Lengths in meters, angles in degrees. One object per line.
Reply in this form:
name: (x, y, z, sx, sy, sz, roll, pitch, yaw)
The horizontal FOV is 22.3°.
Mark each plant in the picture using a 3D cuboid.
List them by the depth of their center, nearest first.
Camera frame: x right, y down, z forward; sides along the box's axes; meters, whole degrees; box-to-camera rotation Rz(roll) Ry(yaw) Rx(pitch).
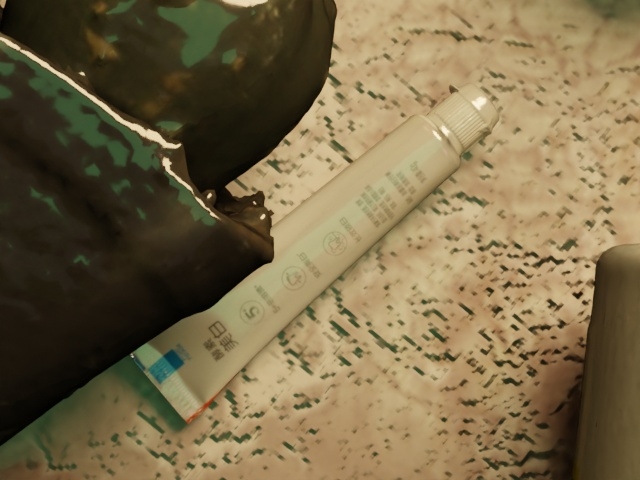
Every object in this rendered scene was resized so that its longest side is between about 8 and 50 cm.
plant: (-0.102, -0.030, 0.635, 0.164, 0.142, 0.256, 42, 95, -7)

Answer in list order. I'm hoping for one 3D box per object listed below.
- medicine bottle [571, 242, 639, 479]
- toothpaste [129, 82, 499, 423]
medicine bottle: (0.214, 0.125, 0.637, 0.238, 0.238, 0.232, 8, 87, -10)
toothpaste: (0.000, 0.000, 0.706, 0.190, 0.031, 0.048, -40, 99, -4)
